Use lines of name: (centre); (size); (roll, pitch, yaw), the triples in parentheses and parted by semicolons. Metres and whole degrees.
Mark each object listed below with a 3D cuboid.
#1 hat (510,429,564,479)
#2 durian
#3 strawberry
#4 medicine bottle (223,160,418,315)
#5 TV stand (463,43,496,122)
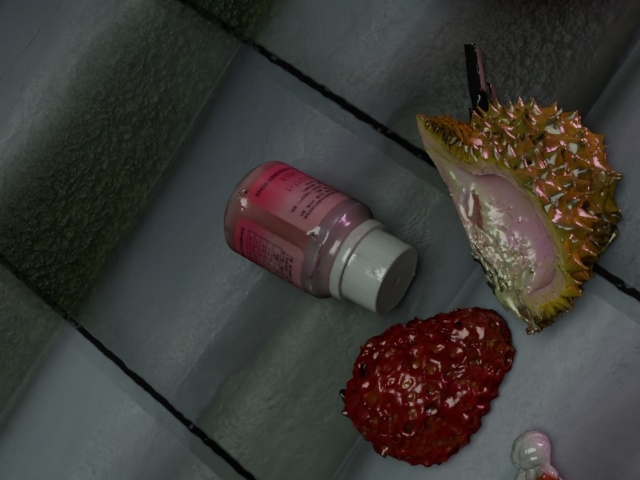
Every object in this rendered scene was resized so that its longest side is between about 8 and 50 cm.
hat: (0.268, 0.312, 1.326); (0.112, 0.093, 0.162); (-11, 59, 12)
durian: (0.276, -0.071, 1.348); (0.196, 0.185, 0.305); (-22, 70, -20)
strawberry: (0.131, 0.170, 1.383); (0.236, 0.111, 0.190); (-42, 66, 11)
medicine bottle: (0.000, 0.000, 1.450); (0.247, 0.147, 0.147); (29, 93, 24)
TV stand: (0.214, -0.136, 1.436); (0.042, 0.036, 0.249); (-9, 78, 21)
